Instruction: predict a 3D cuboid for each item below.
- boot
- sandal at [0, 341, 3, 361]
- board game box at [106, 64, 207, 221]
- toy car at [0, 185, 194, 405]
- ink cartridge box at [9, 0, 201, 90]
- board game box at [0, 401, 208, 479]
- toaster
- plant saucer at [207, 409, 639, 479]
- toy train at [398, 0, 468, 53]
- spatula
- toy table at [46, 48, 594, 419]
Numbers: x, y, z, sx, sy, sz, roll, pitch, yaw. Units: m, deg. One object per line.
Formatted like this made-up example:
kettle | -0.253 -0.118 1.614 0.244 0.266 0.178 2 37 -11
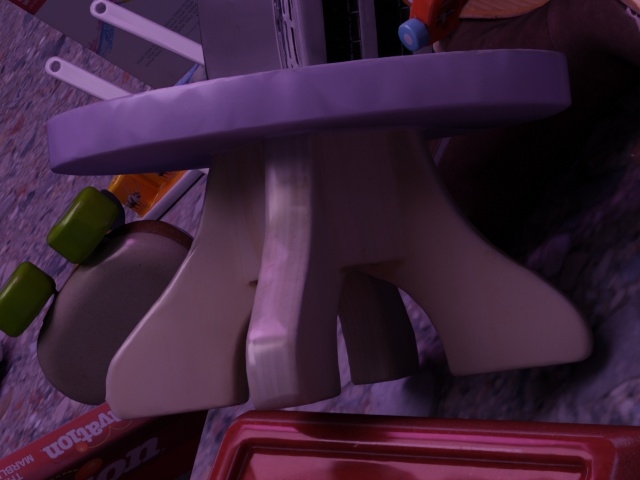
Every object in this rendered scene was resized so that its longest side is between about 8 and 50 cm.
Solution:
boot | 0.128 -0.061 1.006 0.207 0.090 0.248 -66 22 10
sandal | -0.404 0.242 1.623 0.169 0.102 0.416 -36 31 41
board game box | -0.046 -0.254 1.616 0.390 0.050 0.390 -43 26 31
toy car | -0.132 0.025 1.319 0.149 0.155 0.188 -47 12 23
ink cartridge box | -0.159 -0.239 1.531 0.127 0.176 0.128 -41 27 39
board game box | -0.187 0.169 0.993 0.281 0.027 0.145 -28 -25 -27
toaster | -0.004 -0.156 1.251 0.146 0.129 0.227 8 103 62
plant saucer | 0.021 0.180 0.779 0.258 0.048 0.259 -1 55 33
toy train | 0.106 -0.192 1.102 0.166 0.046 0.125 -37 -26 -21
spatula | -0.087 -0.145 1.392 0.242 0.019 0.168 27 89 23
toy table | 0.000 0.000 0.930 0.274 0.252 0.161 -9 87 26
